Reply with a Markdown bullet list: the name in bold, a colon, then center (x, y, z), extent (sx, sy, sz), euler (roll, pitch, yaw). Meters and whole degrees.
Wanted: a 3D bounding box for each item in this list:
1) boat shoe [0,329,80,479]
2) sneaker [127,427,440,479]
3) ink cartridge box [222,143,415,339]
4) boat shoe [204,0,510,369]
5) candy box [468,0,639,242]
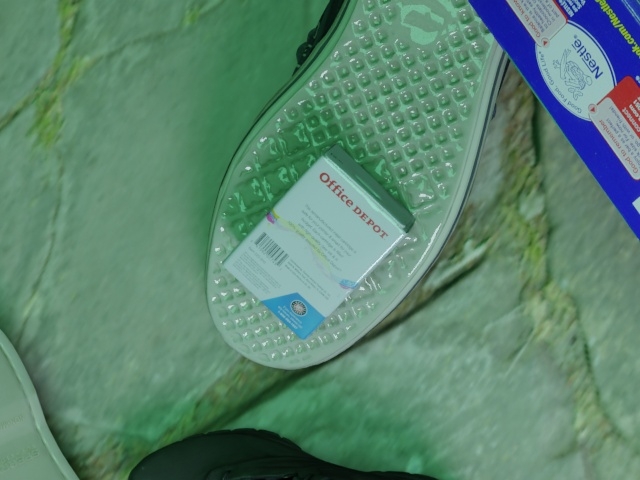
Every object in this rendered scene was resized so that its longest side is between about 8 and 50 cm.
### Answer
- **boat shoe**: center (-0.261, 0.223, 1.364), extent (0.117, 0.097, 0.324), euler (-20, 81, -36)
- **sneaker**: center (-0.020, 0.210, 1.312), extent (0.286, 0.130, 0.109), euler (5, 85, 10)
- **ink cartridge box**: center (0.000, 0.000, 1.266), extent (0.088, 0.052, 0.122), euler (43, 110, 0)
- **boat shoe**: center (0.060, -0.122, 1.338), extent (0.187, 0.156, 0.500), euler (25, 102, 6)
- **candy box**: center (0.305, -0.138, 1.224), extent (0.268, 0.317, 0.122), euler (57, 137, 12)
